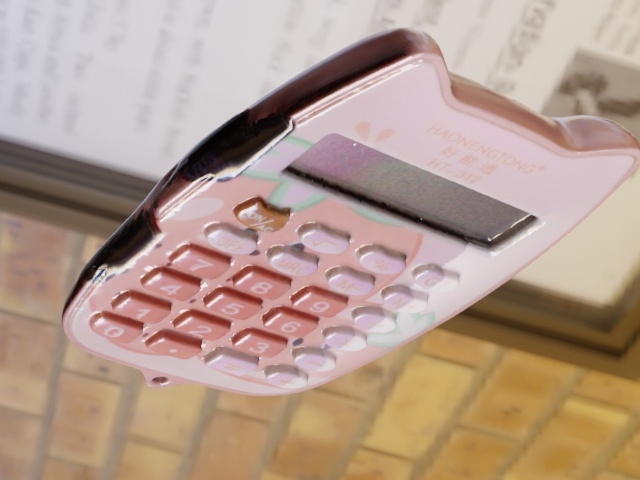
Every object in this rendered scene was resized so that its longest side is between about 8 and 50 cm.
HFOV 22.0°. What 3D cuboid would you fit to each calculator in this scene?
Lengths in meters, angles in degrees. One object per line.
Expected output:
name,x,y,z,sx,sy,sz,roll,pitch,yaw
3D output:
calculator,0.000,0.000,0.908,0.330,0.220,0.048,-38,-131,35
